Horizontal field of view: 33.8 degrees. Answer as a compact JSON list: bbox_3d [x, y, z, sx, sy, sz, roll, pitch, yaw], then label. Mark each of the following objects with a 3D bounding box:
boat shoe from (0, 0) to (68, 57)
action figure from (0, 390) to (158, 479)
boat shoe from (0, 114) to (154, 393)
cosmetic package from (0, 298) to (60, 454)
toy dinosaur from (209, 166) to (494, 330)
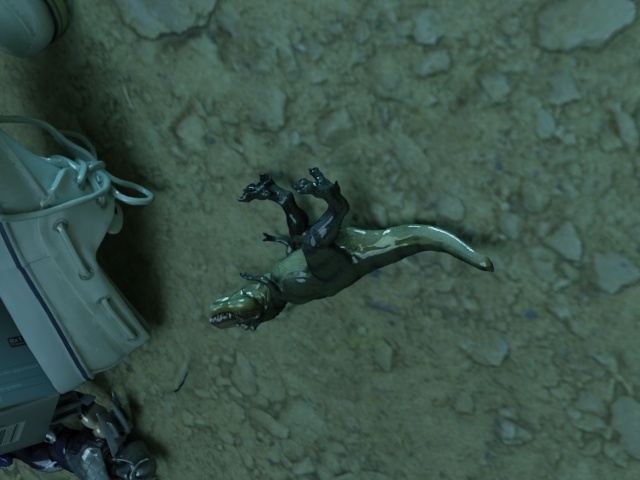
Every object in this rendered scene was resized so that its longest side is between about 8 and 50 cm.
[{"bbox_3d":[-0.351,-0.241,0.850,0.302,0.103,0.113,37,145,-10],"label":"boat shoe"},{"bbox_3d":[-0.296,0.230,1.168,0.285,0.099,0.185,10,117,26],"label":"action figure"},{"bbox_3d":[-0.226,-0.024,0.915,0.136,0.156,0.367,50,162,50],"label":"boat shoe"},{"bbox_3d":[-0.371,0.102,1.059,0.238,0.127,0.107,56,139,24],"label":"cosmetic package"},{"bbox_3d":[0.000,0.000,0.830,0.268,0.064,0.118,-17,114,39],"label":"toy dinosaur"}]
